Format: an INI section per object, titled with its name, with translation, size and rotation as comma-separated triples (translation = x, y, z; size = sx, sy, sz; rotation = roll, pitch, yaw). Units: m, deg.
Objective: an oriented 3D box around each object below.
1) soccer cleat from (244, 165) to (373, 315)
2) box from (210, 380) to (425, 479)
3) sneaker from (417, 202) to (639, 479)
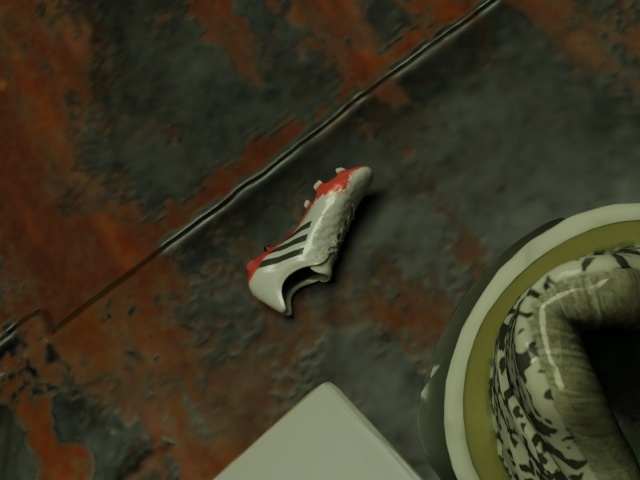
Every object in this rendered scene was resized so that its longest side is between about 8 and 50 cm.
[soccer cleat]
translation = 0.000, 0.000, 0.848
size = 0.083, 0.029, 0.035
rotation = -45, 61, -1
[box]
translation = -0.041, 0.252, 0.595
size = 0.345, 0.215, 0.168
rotation = -41, 51, -2
[sneaker]
translation = 0.203, 0.117, 0.473
size = 0.410, 0.182, 0.158
rotation = 27, 88, 13
